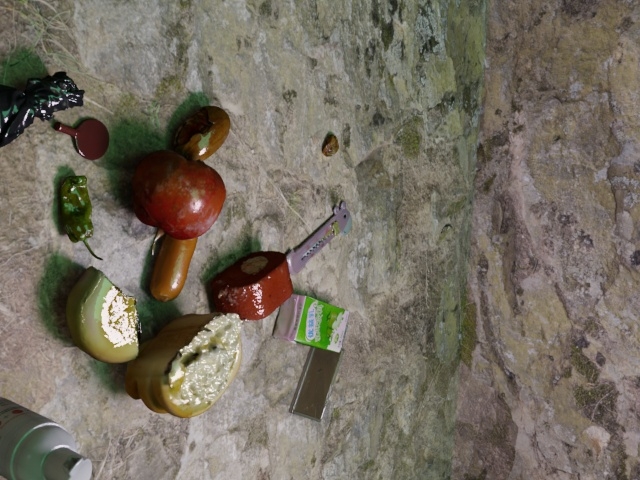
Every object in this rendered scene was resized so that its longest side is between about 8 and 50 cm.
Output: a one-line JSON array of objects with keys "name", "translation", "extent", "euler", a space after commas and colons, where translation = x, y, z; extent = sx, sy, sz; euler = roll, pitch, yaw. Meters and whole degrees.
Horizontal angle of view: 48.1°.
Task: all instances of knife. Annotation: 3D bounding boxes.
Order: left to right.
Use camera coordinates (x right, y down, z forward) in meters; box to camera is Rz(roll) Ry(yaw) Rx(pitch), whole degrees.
[{"name": "knife", "translation": [0.001, 0.000, 2.500], "extent": [0.398, 0.038, 0.132], "euler": [-41, 127, -40]}]

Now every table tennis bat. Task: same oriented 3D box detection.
[{"name": "table tennis bat", "translation": [-0.559, -0.246, 1.689], "extent": [0.155, 0.019, 0.098], "euler": [19, 83, -57]}]

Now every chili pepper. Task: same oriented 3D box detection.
[{"name": "chili pepper", "translation": [-0.569, -0.049, 1.678], "extent": [0.072, 0.073, 0.204], "euler": [-9, 94, -35]}]

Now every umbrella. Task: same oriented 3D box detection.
[{"name": "umbrella", "translation": [-0.632, -0.279, 1.509], "extent": [0.272, 0.110, 0.122], "euler": [-40, 163, -41]}]

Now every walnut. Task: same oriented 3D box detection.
[{"name": "walnut", "translation": [-0.323, -0.282, 1.935], "extent": [0.207, 0.116, 0.116], "euler": [-53, 137, -22]}]

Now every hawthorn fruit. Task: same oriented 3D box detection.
[{"name": "hawthorn fruit", "translation": [-0.374, -0.089, 1.816], "extent": [0.242, 0.242, 0.271], "euler": [13, 99, -54]}]

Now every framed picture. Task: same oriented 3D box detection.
[{"name": "framed picture", "translation": [-0.008, 0.510, 2.627], "extent": [0.213, 0.016, 0.289], "euler": [35, 69, -52]}]

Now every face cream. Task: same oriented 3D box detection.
[{"name": "face cream", "translation": [-0.599, 0.443, 1.495], "extent": [0.145, 0.370, 0.145], "euler": [-17, 111, -50]}]

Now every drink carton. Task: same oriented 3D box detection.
[{"name": "drink carton", "translation": [-0.028, 0.287, 2.458], "extent": [0.271, 0.108, 0.161], "euler": [25, 75, -48]}]

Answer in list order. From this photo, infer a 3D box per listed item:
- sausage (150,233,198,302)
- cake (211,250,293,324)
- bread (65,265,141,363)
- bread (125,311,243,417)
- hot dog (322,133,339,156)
[{"name": "sausage", "translation": [-0.393, 0.051, 1.927], "extent": [0.098, 0.098, 0.238], "euler": [31, 72, -53]}, {"name": "cake", "translation": [-0.195, 0.141, 2.146], "extent": [0.283, 0.177, 0.151], "euler": [-32, 123, -48]}, {"name": "bread", "translation": [-0.537, 0.181, 1.721], "extent": [0.156, 0.158, 0.260], "euler": [-13, 109, -41]}, {"name": "bread", "translation": [-0.359, 0.335, 1.892], "extent": [0.316, 0.270, 0.211], "euler": [-44, 117, -49]}, {"name": "hot dog", "translation": [0.038, -0.328, 2.474], "extent": [0.083, 0.035, 0.058], "euler": [-62, 144, -23]}]
